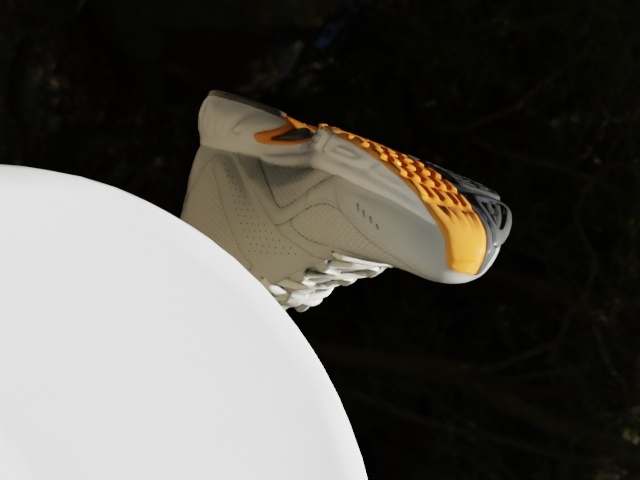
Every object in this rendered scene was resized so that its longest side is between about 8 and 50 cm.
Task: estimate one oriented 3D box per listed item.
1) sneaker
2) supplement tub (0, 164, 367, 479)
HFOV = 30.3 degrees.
[{"bbox_3d":[0.000,0.000,0.645,0.262,0.099,0.121,25,-84,59],"label":"sneaker"},{"bbox_3d":[-0.156,0.134,0.418,0.331,0.241,0.241,-34,-158,48],"label":"supplement tub"}]
